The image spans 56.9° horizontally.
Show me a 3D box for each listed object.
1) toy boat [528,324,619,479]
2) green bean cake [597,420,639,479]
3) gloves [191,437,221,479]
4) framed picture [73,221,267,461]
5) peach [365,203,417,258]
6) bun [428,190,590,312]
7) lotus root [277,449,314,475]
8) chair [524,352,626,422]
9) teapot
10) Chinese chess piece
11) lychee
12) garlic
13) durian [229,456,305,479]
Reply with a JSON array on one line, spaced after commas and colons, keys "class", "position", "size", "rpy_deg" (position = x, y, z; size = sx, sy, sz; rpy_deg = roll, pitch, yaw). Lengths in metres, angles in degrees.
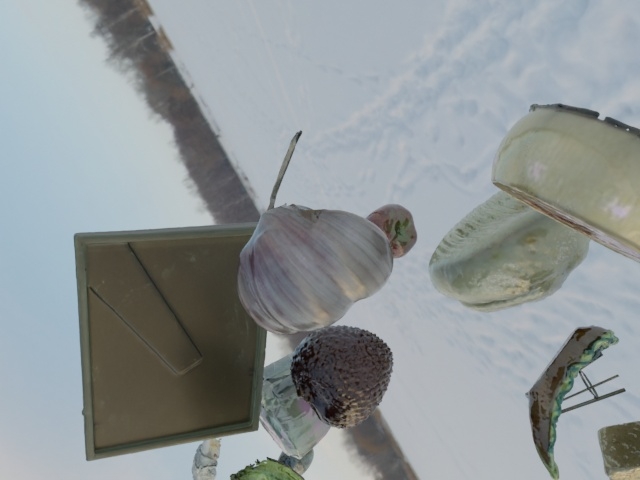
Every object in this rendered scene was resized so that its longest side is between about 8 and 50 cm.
[{"class": "toy boat", "position": [0.419, 0.258, 1.016], "size": [0.099, 0.293, 0.108], "rpy_deg": [30, 152, 18]}, {"class": "green bean cake", "position": [0.642, 0.415, 1.147], "size": [0.085, 0.179, 0.109], "rpy_deg": [60, -155, -26]}, {"class": "gloves", "position": [-0.318, 0.613, 1.636], "size": [0.114, 0.071, 0.153], "rpy_deg": [-89, 11, -50]}, {"class": "framed picture", "position": [-0.249, 0.181, 1.035], "size": [0.028, 0.326, 0.445], "rpy_deg": [-134, 46, -56]}, {"class": "peach", "position": [0.175, -0.019, 1.580], "size": [0.152, 0.152, 0.152], "rpy_deg": [60, 177, 6]}, {"class": "bun", "position": [0.408, 0.022, 1.231], "size": [0.219, 0.365, 0.365], "rpy_deg": [50, 177, -5]}, {"class": "lotus root", "position": [-0.075, 0.603, 1.599], "size": [0.088, 0.165, 0.088], "rpy_deg": [27, -164, -8]}, {"class": "chair", "position": [0.609, 0.369, 1.419], "size": [0.104, 0.222, 0.095], "rpy_deg": [47, -154, -22]}, {"class": "teapot", "position": [-0.053, 0.333, 1.273], "size": [0.221, 0.178, 0.163], "rpy_deg": [60, 158, -10]}, {"class": "Chinese chess piece", "position": [0.347, -0.062, 0.729], "size": [0.270, 0.112, 0.270], "rpy_deg": [28, -171, -5]}, {"class": "lychee", "position": [0.036, 0.240, 1.084], "size": [0.194, 0.195, 0.194], "rpy_deg": [60, 177, 6]}, {"class": "garlic", "position": [0.000, 0.000, 0.794], "size": [0.207, 0.207, 0.256], "rpy_deg": [68, -159, -67]}, {"class": "durian", "position": [-0.044, 0.528, 1.001], "size": [0.163, 0.198, 0.394], "rpy_deg": [11, 135, 60]}]
